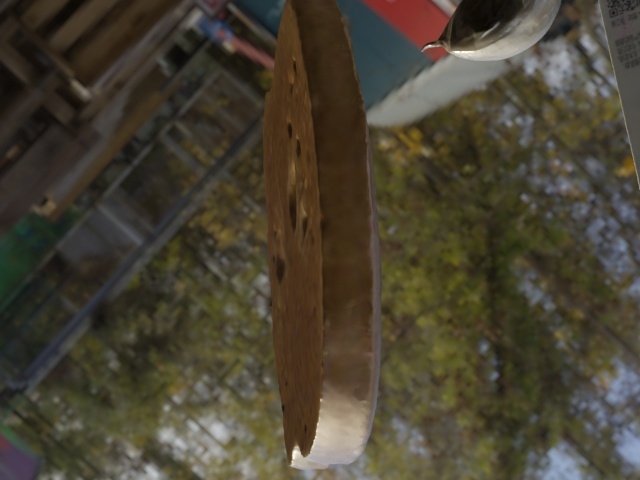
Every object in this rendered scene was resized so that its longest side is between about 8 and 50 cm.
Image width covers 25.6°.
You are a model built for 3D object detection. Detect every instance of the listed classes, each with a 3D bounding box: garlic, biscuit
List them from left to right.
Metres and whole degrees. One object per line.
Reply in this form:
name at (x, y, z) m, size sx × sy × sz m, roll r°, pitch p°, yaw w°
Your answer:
biscuit at (0.002, 0.000, 1.178) m, size 0.365 × 0.062 × 0.385 m, roll 112°, pitch -25°, yaw -68°
garlic at (0.164, -0.200, 1.237) m, size 0.152 × 0.066 × 0.084 m, roll -55°, pitch -144°, yaw 21°

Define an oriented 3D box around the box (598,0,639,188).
box at (0.386, -0.196, 1.230) m, size 0.273 × 0.265 × 0.048 m, roll -15°, pitch 162°, yaw 24°
